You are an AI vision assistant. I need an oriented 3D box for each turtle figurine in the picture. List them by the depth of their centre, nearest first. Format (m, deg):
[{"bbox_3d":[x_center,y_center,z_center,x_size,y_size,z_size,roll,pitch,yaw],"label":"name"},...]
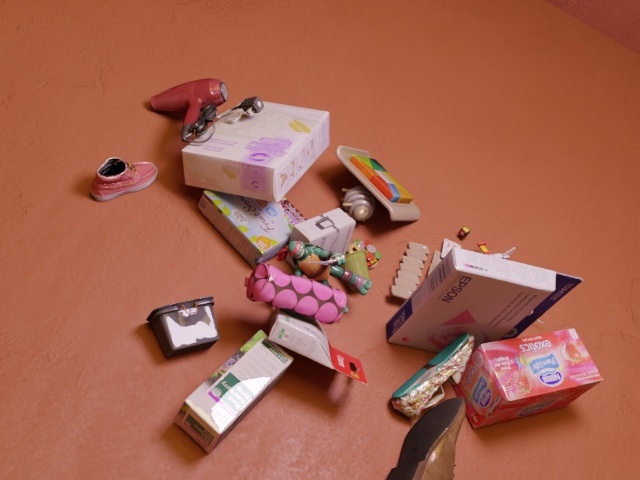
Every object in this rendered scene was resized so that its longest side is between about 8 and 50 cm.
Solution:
[{"bbox_3d":[-0.006,0.067,1.722,0.234,0.175,0.118,37,34,-29],"label":"turtle figurine"}]

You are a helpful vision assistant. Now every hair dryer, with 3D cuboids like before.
[{"bbox_3d":[-0.305,-0.326,1.882,0.293,0.080,0.223,18,39,40],"label":"hair dryer"}]

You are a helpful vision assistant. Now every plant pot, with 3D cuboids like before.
[{"bbox_3d":[0.084,0.076,1.847,0.083,0.083,0.079,-11,71,-33],"label":"plant pot"}]

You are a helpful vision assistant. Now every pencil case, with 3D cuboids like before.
[{"bbox_3d":[-0.053,0.112,1.622,0.209,0.098,0.095,23,66,-29],"label":"pencil case"}]

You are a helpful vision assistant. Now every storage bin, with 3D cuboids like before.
[{"bbox_3d":[-0.269,0.176,1.579,0.135,0.098,0.091,-11,70,-33],"label":"storage bin"}]

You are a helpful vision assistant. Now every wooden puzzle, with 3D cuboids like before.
[{"bbox_3d":[0.158,-0.151,2.021,0.239,0.044,0.221,52,20,15],"label":"wooden puzzle"}]

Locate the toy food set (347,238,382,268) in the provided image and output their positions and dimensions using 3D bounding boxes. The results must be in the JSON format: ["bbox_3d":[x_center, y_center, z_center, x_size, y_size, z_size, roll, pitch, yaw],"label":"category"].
[{"bbox_3d":[0.108,0.032,1.927,0.083,0.020,0.082,45,48,13],"label":"toy food set"}]

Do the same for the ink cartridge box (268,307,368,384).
[{"bbox_3d":[0.002,0.211,1.640,0.224,0.056,0.181,24,6,-5],"label":"ink cartridge box"}]

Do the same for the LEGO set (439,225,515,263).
[{"bbox_3d":[0.401,0.054,2.008,0.182,0.060,0.244,24,42,-2],"label":"LEGO set"}]

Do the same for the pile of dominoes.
[{"bbox_3d":[0.276,0.114,1.951,0.195,0.040,0.251,29,38,-2],"label":"pile of dominoes"}]

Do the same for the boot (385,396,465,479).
[{"bbox_3d":[0.236,0.455,1.616,0.115,0.112,0.305,50,49,-11],"label":"boot"}]

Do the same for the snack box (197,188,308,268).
[{"bbox_3d":[-0.156,-0.058,1.832,0.207,0.070,0.174,45,47,14],"label":"snack box"}]

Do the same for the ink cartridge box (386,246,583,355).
[{"bbox_3d":[0.363,0.160,1.743,0.329,0.324,0.072,14,50,-16],"label":"ink cartridge box"}]

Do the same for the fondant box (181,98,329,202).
[{"bbox_3d":[-0.144,-0.223,1.864,0.238,0.096,0.330,12,36,18],"label":"fondant box"}]

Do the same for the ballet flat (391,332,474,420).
[{"bbox_3d":[0.258,0.303,1.716,0.241,0.091,0.077,-38,96,-14],"label":"ballet flat"}]

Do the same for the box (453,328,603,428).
[{"bbox_3d":[0.471,0.315,1.794,0.299,0.154,0.142,-4,56,-31],"label":"box"}]

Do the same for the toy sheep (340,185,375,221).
[{"bbox_3d":[0.096,-0.098,1.984,0.091,0.091,0.132,15,43,-15],"label":"toy sheep"}]

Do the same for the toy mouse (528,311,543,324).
[{"bbox_3d":[0.519,0.152,2.030,0.161,0.031,0.143,35,47,3],"label":"toy mouse"}]

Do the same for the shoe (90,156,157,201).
[{"bbox_3d":[-0.435,-0.152,1.759,0.178,0.081,0.063,-30,71,-40],"label":"shoe"}]

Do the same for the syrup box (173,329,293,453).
[{"bbox_3d":[-0.167,0.293,1.527,0.093,0.096,0.237,40,46,9],"label":"syrup box"}]

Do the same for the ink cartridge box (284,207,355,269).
[{"bbox_3d":[0.000,0.000,1.833,0.150,0.109,0.063,-23,52,-38],"label":"ink cartridge box"}]
